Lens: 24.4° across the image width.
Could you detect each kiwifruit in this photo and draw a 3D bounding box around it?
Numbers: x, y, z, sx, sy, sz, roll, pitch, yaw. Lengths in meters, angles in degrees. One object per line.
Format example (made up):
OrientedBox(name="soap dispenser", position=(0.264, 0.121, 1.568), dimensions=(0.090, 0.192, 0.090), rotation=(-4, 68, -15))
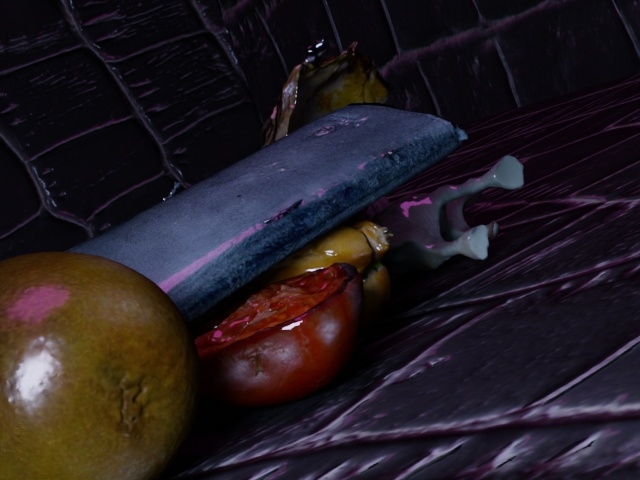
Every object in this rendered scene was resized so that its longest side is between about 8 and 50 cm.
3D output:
OrientedBox(name="kiwifruit", position=(-0.198, 0.103, 1.071), dimensions=(0.196, 0.196, 0.234), rotation=(-24, 15, -30))

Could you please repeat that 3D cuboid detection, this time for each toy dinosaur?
OrientedBox(name="toy dinosaur", position=(0.104, -0.010, 1.532), dimensions=(0.393, 0.092, 0.205), rotation=(-28, 9, -40))

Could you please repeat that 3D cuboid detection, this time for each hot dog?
OrientedBox(name="hot dog", position=(-0.080, 0.056, 1.366), dimensions=(0.337, 0.135, 0.100), rotation=(-19, 39, 19))

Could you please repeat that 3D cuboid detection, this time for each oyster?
OrientedBox(name="oyster", position=(-0.027, -0.039, 1.537), dimensions=(0.096, 0.361, 0.221), rotation=(16, -6, 38))

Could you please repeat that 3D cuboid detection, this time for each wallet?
OrientedBox(name="wallet", position=(-0.067, -0.023, 1.305), dimensions=(0.379, 0.046, 0.191), rotation=(-33, 30, -25))

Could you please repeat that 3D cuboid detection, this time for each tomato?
OrientedBox(name="tomato", position=(-0.024, 0.081, 1.196), dimensions=(0.166, 0.082, 0.174), rotation=(-22, 9, 23))

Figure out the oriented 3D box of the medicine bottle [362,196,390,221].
OrientedBox(name="medicine bottle", position=(0.000, 0.000, 1.699), dimensions=(0.107, 0.107, 0.191), rotation=(-15, 9, 42))
